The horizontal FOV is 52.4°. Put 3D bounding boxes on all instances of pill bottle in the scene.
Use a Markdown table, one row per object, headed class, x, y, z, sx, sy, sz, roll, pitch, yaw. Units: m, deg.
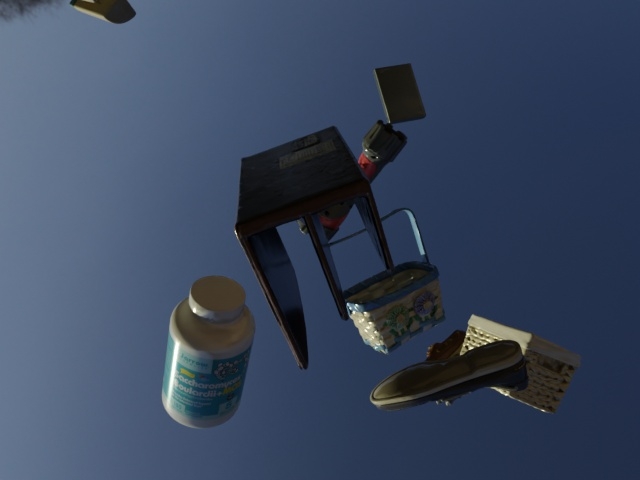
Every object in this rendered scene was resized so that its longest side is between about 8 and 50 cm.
| class | x | y | z | sx | sy | sz | roll | pitch | yaw |
| --- | --- | --- | --- | --- | --- | --- | --- | --- | --- |
| pill bottle | -0.195 | 0.192 | 1.136 | 0.146 | 0.264 | 0.146 | 10 | -147 | -6 |

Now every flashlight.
| class | x | y | z | sx | sy | sz | roll | pitch | yaw |
| --- | --- | --- | --- | --- | --- | --- | --- | --- | --- |
| flashlight | 0.065 | -0.133 | 1.468 | 0.304 | 0.103 | 0.103 | -52 | -170 | 23 |

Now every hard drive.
| class | x | y | z | sx | sy | sz | roll | pitch | yaw |
| --- | --- | --- | --- | --- | --- | --- | --- | --- | --- |
| hard drive | 0.184 | -0.344 | 1.521 | 0.094 | 0.022 | 0.135 | -13 | -99 | -15 |

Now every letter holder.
| class | x | y | z | sx | sy | sz | roll | pitch | yaw |
| --- | --- | --- | --- | --- | --- | --- | --- | --- | --- |
| letter holder | 0.000 | 0.000 | 0.852 | 0.152 | 0.214 | 0.302 | -20 | -159 | 2 |

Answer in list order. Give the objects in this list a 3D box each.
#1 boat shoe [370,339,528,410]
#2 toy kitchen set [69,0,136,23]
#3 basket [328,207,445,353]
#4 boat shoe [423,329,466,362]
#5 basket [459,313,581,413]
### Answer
| class | x | y | z | sx | sy | sz | roll | pitch | yaw |
| --- | --- | --- | --- | --- | --- | --- | --- | --- | --- |
| boat shoe | 0.167 | 0.192 | 0.839 | 0.206 | 0.065 | 0.075 | -21 | -164 | 14 |
| toy kitchen set | -0.293 | -0.393 | 0.787 | 0.122 | 0.207 | 0.166 | 25 | -104 | 23 |
| basket | 0.158 | 0.095 | 1.530 | 0.255 | 0.289 | 0.201 | -28 | -173 | -16 |
| boat shoe | 0.245 | 0.244 | 1.329 | 0.178 | 0.064 | 0.060 | -31 | -132 | -23 |
| basket | 0.313 | 0.197 | 1.052 | 0.103 | 0.113 | 0.167 | -67 | -160 | -4 |
